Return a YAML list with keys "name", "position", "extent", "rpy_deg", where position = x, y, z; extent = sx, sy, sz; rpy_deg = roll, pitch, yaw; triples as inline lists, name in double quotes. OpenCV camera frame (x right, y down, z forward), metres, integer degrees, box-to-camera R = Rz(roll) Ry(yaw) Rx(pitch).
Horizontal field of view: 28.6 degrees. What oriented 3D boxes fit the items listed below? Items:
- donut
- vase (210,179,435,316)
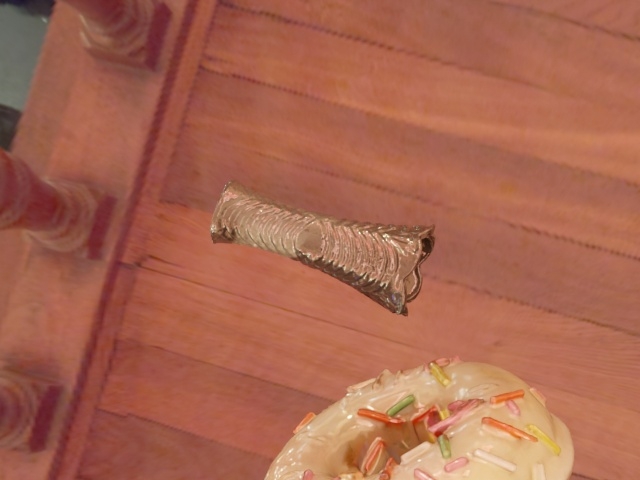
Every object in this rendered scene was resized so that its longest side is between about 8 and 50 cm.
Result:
- name: "donut"
  position: [0.092, 0.263, 1.408]
  extent: [0.382, 0.382, 0.142]
  rpy_deg: [-26, 105, 2]
- name: "vase"
  position: [0.000, 0.000, 1.399]
  extent: [0.237, 0.115, 0.115]
  rpy_deg: [19, 86, 12]
